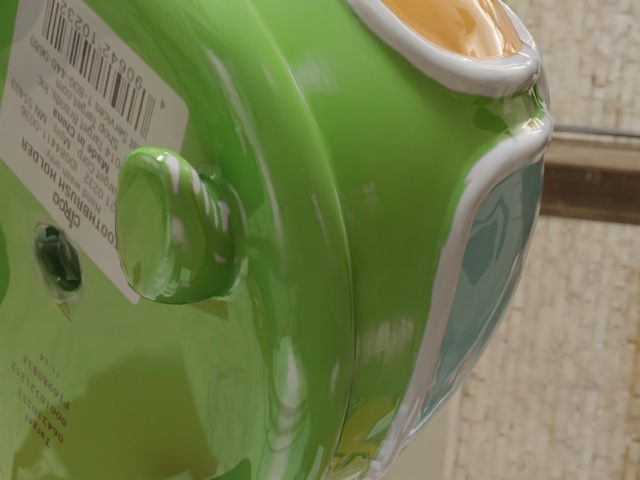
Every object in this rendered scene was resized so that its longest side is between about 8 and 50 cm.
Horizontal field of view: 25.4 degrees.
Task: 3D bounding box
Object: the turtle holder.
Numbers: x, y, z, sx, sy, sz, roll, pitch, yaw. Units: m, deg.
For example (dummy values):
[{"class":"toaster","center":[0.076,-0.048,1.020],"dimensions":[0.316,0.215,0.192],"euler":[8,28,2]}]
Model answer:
[{"class":"turtle holder","center":[-0.029,0.012,0.550],"dimensions":[0.227,0.243,0.320],"euler":[-23,-63,-38]}]
